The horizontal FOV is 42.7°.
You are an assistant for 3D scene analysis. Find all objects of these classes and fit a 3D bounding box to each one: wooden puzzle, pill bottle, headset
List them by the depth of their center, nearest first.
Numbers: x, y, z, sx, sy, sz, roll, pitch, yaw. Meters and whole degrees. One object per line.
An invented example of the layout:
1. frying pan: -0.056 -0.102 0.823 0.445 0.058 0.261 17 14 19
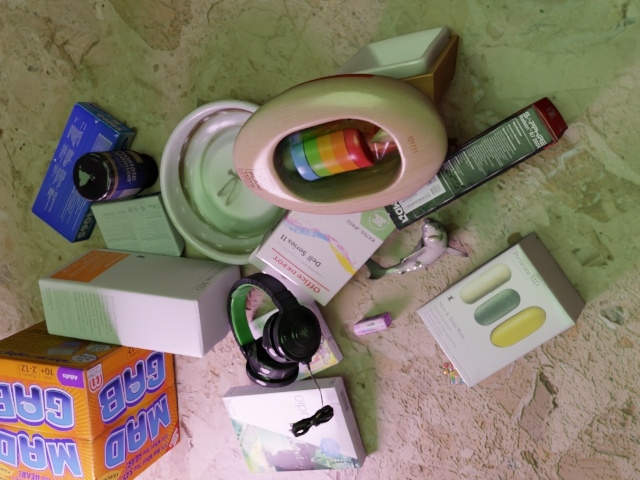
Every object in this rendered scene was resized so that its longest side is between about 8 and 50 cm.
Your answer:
1. wooden puzzle: 0.325 0.307 1.898 0.083 0.006 0.049 -7 96 25
2. headset: -0.106 0.263 1.900 0.394 0.185 0.243 52 138 18
3. pill bottle: -0.513 -0.168 2.074 0.123 0.219 0.123 4 101 23

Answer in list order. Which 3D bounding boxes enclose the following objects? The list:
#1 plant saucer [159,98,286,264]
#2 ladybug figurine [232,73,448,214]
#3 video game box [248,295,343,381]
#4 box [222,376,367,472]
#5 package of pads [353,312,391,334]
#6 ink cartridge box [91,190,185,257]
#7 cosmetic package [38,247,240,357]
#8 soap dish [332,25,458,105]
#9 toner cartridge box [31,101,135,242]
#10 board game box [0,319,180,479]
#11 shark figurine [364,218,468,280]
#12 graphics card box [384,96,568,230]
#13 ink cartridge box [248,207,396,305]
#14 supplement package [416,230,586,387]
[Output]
1. plant saucer: -0.195 -0.144 1.995 0.400 0.100 0.400 5 104 20
2. ladybug figurine: 0.033 -0.198 1.606 0.449 0.162 0.305 -8 132 24
3. video game box: -0.070 0.254 2.042 0.205 0.048 0.187 -28 85 25
4. box: -0.067 0.466 2.044 0.322 0.058 0.232 -10 107 26
5. package of pads: 0.125 0.198 1.945 0.083 0.050 0.032 -18 96 25
6. ink cartridge box: -0.473 -0.011 2.166 0.223 0.045 0.224 -6 113 25
7. cosmetic package: -0.448 0.148 2.068 0.453 0.230 0.161 6 113 20
8. soap dish: 0.163 -0.346 1.725 0.229 0.291 0.118 -8 115 24
9. toner cartridge box: -0.643 -0.182 2.209 0.165 0.075 0.348 35 111 14
10. board game box: -0.625 0.418 2.130 0.356 0.356 0.356 3 104 23
11. shark figurine: 0.218 0.010 1.866 0.278 0.166 0.116 -37 50 48
12. graphics card box: 0.319 -0.162 1.701 0.371 0.233 0.094 -32 91 26
13. ink cartridge box: 0.000 0.000 1.858 0.207 0.119 0.353 37 111 -9
14. supplement package: 0.386 0.142 1.739 0.262 0.198 0.199 -37 82 24
